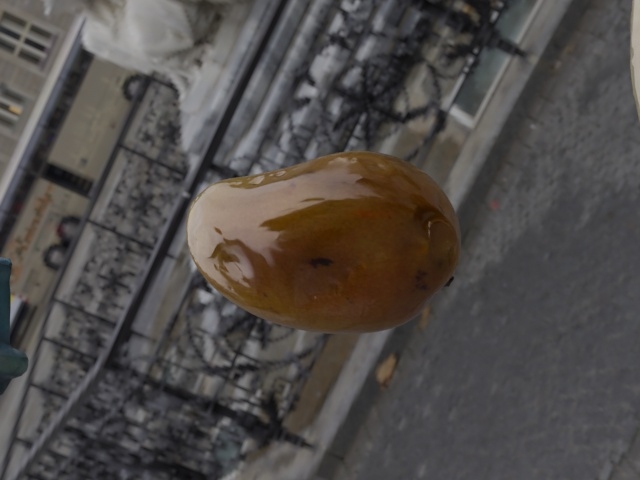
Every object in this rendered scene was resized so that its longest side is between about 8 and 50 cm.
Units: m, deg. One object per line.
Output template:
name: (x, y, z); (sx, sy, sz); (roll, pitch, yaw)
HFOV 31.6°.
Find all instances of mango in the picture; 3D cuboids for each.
mango: (0.000, 0.000, 0.462); (0.060, 0.114, 0.080); (-79, -8, -55)

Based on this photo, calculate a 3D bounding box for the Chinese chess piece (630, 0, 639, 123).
Chinese chess piece: (0.258, -0.105, 0.359); (0.338, 0.140, 0.338); (-39, 39, 42)

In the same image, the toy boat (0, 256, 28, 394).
toy boat: (-0.171, 0.025, 0.238); (0.238, 0.109, 0.098); (23, -100, -61)
